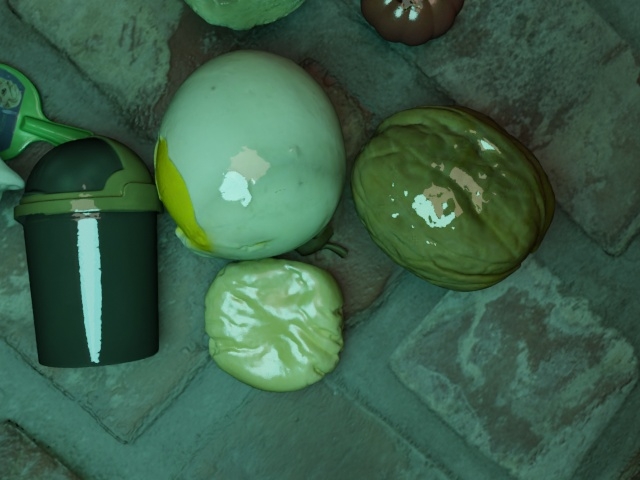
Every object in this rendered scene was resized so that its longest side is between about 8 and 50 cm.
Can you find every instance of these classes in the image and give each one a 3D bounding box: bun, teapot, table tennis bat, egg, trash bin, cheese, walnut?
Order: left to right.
[{"bbox_3d":[-0.489,-0.193,1.146,0.257,0.039,0.160,18,88,-3],"label":"table tennis bat"},{"bbox_3d":[-0.341,0.009,1.061,0.214,0.214,0.333,-1,91,-7],"label":"trash bin"},{"bbox_3d":[-0.120,-0.460,1.155,0.260,0.152,0.259,0,76,1],"label":"bun"},{"bbox_3d":[-0.102,-0.134,1.062,0.283,0.283,0.345,1,60,-7],"label":"egg"},{"bbox_3d":[-0.073,0.132,1.134,0.226,0.117,0.213,3,88,-1],"label":"cheese"},{"bbox_3d":[0.000,0.000,1.170,0.080,0.085,0.110,-47,111,-7],"label":"teapot"},{"bbox_3d":[0.201,-0.073,1.111,0.313,0.252,0.277,44,82,8],"label":"walnut"}]

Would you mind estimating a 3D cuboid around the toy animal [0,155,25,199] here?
[{"bbox_3d":[-0.594,-0.131,1.024,0.308,0.188,0.266,-9,93,31],"label":"toy animal"}]

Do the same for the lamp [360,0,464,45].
[{"bbox_3d":[0.154,-0.419,1.191,0.182,0.140,0.182,0,86,-4],"label":"lamp"}]
